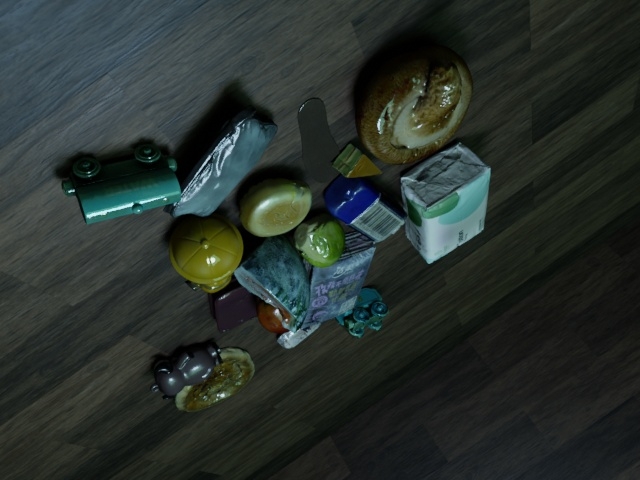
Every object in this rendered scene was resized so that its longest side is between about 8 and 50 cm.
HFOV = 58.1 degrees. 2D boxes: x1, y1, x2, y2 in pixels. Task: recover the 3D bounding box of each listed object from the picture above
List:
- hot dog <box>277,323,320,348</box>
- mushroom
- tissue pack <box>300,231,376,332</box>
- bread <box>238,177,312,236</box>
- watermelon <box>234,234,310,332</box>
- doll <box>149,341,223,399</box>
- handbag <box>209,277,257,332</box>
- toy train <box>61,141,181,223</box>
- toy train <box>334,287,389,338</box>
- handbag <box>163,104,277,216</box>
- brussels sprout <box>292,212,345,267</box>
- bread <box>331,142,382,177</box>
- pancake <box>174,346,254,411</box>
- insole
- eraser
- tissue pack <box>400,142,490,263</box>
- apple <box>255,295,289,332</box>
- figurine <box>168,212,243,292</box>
[{"bbox_3d":[-0.080,0.347,2.233,0.191,0.059,0.108,-36,145,-1],"label":"hot dog"},{"bbox_3d":[0.250,-0.353,1.519,0.345,0.239,0.345,-6,146,-4],"label":"mushroom"},{"bbox_3d":[0.042,0.142,2.032,0.259,0.122,0.361,-18,142,-27],"label":"tissue pack"},{"bbox_3d":[-0.127,-0.096,1.586,0.213,0.104,0.213,-26,149,-17],"label":"bread"},{"bbox_3d":[-0.163,0.115,1.668,0.214,0.319,0.289,-15,166,24],"label":"watermelon"},{"bbox_3d":[-0.459,0.437,1.956,0.257,0.117,0.182,-23,135,-22],"label":"doll"},{"bbox_3d":[-0.251,0.188,1.867,0.216,0.074,0.203,-23,145,-21],"label":"handbag"},{"bbox_3d":[-0.422,-0.118,1.254,0.248,0.159,0.101,-19,149,-25],"label":"toy train"},{"bbox_3d":[0.161,0.277,2.259,0.203,0.163,0.112,-15,140,-30],"label":"toy train"},{"bbox_3d":[-0.231,-0.179,1.377,0.332,0.075,0.192,-47,166,17],"label":"handbag"},{"bbox_3d":[0.003,0.003,1.789,0.181,0.144,0.161,-4,121,-41],"label":"brussels sprout"},{"bbox_3d":[0.108,-0.209,1.673,0.084,0.074,0.139,-51,147,6],"label":"bread"},{"bbox_3d":[-0.398,0.539,2.189,0.356,0.065,0.356,-27,149,-18],"label":"pancake"},{"bbox_3d":[-0.005,-0.262,1.575,0.111,0.007,0.327,-30,147,-9],"label":"insole"},{"bbox_3d":[0.144,-0.102,1.825,0.155,0.101,0.332,-42,145,14],"label":"eraser"},{"bbox_3d":[0.423,-0.121,1.960,0.266,0.194,0.356,-32,147,-8],"label":"tissue pack"},{"bbox_3d":[-0.131,0.213,1.818,0.156,0.147,0.158,-26,151,22],"label":"apple"},{"bbox_3d":[-0.299,0.046,1.561,0.192,0.167,0.256,-36,150,-18],"label":"figurine"}]
